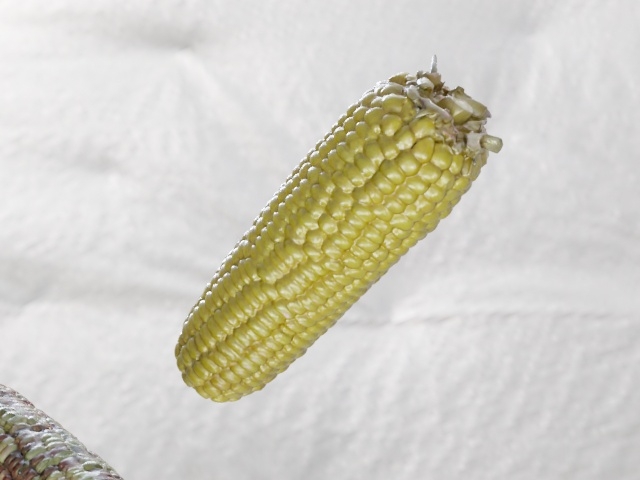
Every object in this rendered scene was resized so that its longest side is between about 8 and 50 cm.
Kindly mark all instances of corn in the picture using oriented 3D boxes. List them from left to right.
[{"bbox_3d":[-0.200,0.178,1.396,0.086,0.086,0.253,-40,-139,-22],"label":"corn"},{"bbox_3d":[0.000,0.000,1.376,0.305,0.106,0.106,-46,-152,27],"label":"corn"}]
